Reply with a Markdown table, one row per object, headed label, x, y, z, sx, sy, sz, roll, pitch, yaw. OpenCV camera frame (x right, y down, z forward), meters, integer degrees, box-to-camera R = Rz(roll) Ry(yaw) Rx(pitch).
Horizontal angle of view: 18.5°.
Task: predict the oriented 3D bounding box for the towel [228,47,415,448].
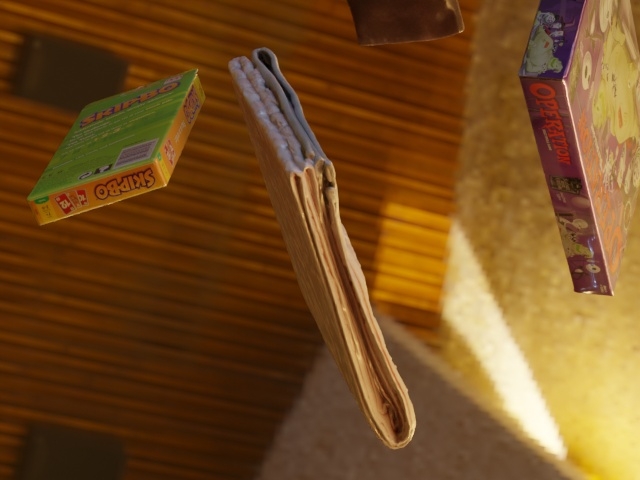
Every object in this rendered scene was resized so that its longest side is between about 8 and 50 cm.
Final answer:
| label | x | y | z | sx | sy | sz | roll | pitch | yaw |
| --- | --- | --- | --- | --- | --- | --- | --- | --- | --- |
| towel | 0.000 | 0.000 | 1.936 | 0.332 | 0.053 | 0.317 | -117 | -172 | -63 |

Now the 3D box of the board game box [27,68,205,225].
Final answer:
| label | x | y | z | sx | sy | sz | roll | pitch | yaw |
| --- | --- | --- | --- | --- | --- | --- | --- | --- | --- |
| board game box | -0.183 | -0.092 | 1.822 | 0.259 | 0.124 | 0.039 | -80 | 150 | -64 |

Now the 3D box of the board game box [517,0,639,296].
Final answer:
| label | x | y | z | sx | sy | sz | roll | pitch | yaw |
| --- | --- | --- | --- | --- | --- | --- | --- | --- | --- |
| board game box | 0.256 | -0.126 | 1.858 | 0.347 | 0.056 | 0.208 | 66 | 40 | -53 |

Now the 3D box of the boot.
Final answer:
| label | x | y | z | sx | sy | sz | roll | pitch | yaw |
| --- | --- | --- | --- | --- | --- | --- | --- | --- | --- |
| boot | 0.026 | -0.302 | 2.115 | 0.090 | 0.248 | 0.206 | -77 | 161 | -60 |
